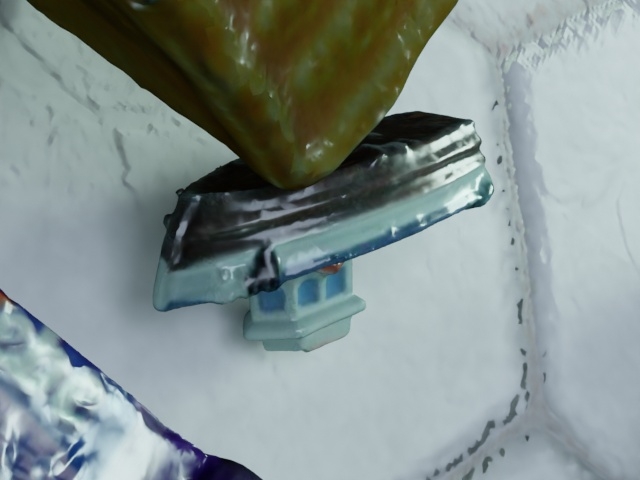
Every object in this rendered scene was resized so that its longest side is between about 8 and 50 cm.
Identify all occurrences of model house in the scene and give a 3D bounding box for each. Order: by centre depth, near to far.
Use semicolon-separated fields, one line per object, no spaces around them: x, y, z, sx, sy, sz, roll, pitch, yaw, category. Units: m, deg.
-0.033;-0.159;0.512;0.239;0.173;0.268;39;68;-17;model house

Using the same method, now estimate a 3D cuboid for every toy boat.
0.000;0.000;0.572;0.140;0.059;0.066;-20;114;-39;toy boat

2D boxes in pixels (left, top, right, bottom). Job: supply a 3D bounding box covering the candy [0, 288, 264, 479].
-0.131;0.043;0.455;0.275;0.070;0.145;43;49;-11;candy
